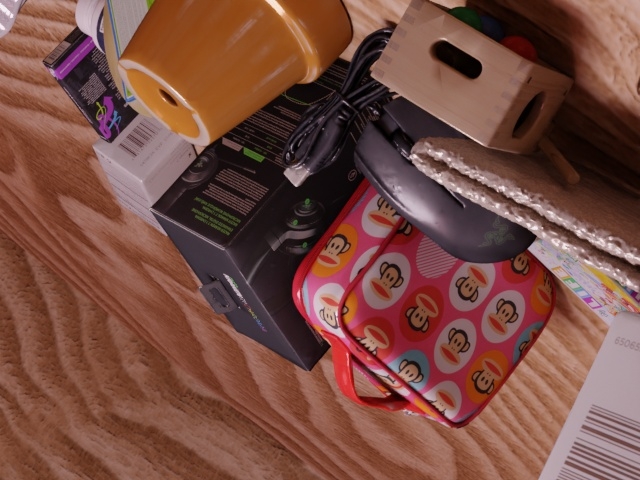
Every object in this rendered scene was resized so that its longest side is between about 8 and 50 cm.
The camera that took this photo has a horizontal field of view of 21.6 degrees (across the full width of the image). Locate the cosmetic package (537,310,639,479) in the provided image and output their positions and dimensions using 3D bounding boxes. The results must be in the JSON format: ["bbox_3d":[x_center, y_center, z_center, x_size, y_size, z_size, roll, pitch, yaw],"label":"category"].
[{"bbox_3d":[0.425,0.309,1.514,0.394,0.329,0.327,30,173,-37],"label":"cosmetic package"}]

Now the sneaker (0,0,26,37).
[{"bbox_3d":[-0.339,-0.343,1.906,0.321,0.180,0.124,-19,124,41],"label":"sneaker"}]

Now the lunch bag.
[{"bbox_3d":[0.111,0.076,1.867,0.120,0.258,0.293,22,162,49],"label":"lunch bag"}]

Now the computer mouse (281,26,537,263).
[{"bbox_3d":[0.109,-0.066,1.702,0.272,0.188,0.072,37,-162,-10],"label":"computer mouse"}]

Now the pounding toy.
[{"bbox_3d":[0.176,-0.134,1.511,0.181,0.094,0.206,34,-167,21],"label":"pounding toy"}]

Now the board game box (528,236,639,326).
[{"bbox_3d":[0.299,0.042,1.798,0.154,0.026,0.103,43,164,-7],"label":"board game box"}]

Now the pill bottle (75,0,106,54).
[{"bbox_3d":[-0.221,-0.258,2.061,0.169,0.094,0.094,29,160,36],"label":"pill bottle"}]

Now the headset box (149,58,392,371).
[{"bbox_3d":[-0.024,-0.028,1.887,0.131,0.283,0.246,27,160,39],"label":"headset box"}]

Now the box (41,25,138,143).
[{"bbox_3d":[-0.290,-0.224,2.271,0.029,0.116,0.162,27,159,44],"label":"box"}]

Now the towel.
[{"bbox_3d":[0.235,-0.031,1.536,0.282,0.049,0.187,31,-162,34],"label":"towel"}]

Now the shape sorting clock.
[{"bbox_3d":[-0.191,-0.245,1.941,0.206,0.040,0.206,14,107,53],"label":"shape sorting clock"}]

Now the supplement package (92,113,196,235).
[{"bbox_3d":[-0.251,-0.107,2.509,0.105,0.105,0.179,34,163,21],"label":"supplement package"}]

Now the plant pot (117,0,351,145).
[{"bbox_3d":[-0.104,-0.207,1.760,0.205,0.188,0.205,37,164,13],"label":"plant pot"}]
